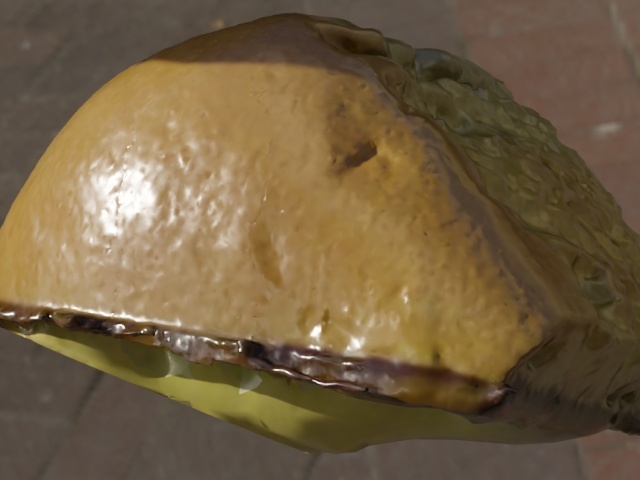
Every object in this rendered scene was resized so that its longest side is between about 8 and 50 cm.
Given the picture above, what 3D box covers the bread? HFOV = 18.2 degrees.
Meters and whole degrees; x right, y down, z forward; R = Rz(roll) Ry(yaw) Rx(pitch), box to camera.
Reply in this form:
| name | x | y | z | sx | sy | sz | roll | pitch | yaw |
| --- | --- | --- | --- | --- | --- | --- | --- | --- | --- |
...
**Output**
| name | x | y | z | sx | sy | sz | roll | pitch | yaw |
| --- | --- | --- | --- | --- | --- | --- | --- | --- | --- |
| bread | 0.000 | 0.000 | 0.746 | 0.262 | 0.163 | 0.204 | 4 | -2 | 31 |
